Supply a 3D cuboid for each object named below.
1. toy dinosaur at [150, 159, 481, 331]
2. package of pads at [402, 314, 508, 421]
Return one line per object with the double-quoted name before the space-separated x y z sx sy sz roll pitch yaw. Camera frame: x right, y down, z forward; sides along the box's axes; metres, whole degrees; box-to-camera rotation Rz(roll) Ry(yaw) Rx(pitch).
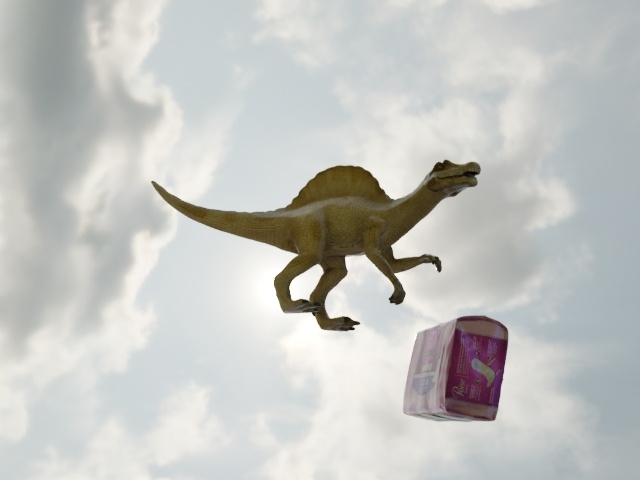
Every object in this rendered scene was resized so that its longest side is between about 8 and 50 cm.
"toy dinosaur" 0.000 0.000 0.551 0.183 0.053 0.092 -6 -114 10
"package of pads" 0.069 0.068 0.516 0.083 0.032 0.050 132 -32 -75
